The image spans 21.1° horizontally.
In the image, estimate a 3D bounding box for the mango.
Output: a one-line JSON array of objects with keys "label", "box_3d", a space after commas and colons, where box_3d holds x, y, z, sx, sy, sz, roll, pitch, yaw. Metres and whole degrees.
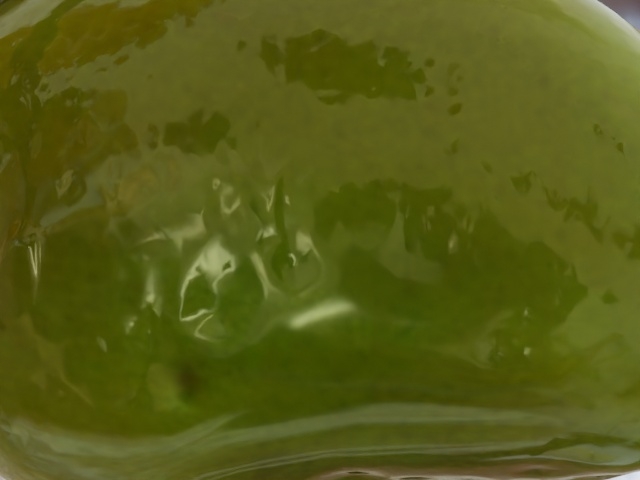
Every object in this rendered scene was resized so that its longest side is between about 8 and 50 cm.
[{"label": "mango", "box_3d": [-0.005, -0.008, 0.521, 0.149, 0.273, 0.185, -24, 101, -68]}]
